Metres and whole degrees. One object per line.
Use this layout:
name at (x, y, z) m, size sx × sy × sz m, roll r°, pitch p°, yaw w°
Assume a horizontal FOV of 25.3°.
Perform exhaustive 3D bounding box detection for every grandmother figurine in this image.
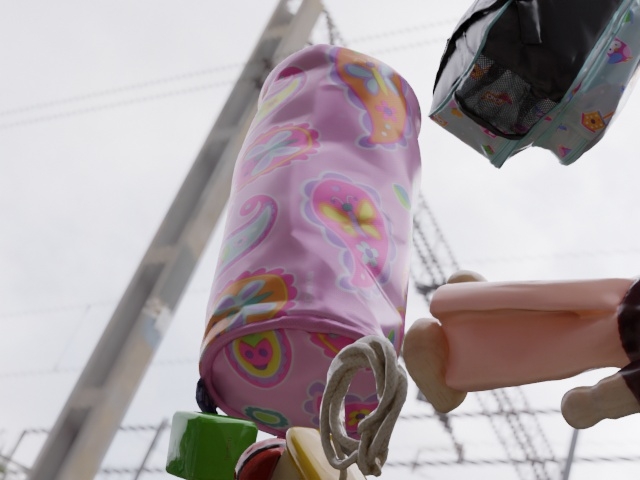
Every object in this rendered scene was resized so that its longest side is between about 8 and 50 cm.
grandmother figurine at (0.218, 0.053, 0.950) m, size 0.342 × 0.208 × 0.104 m, roll -13°, pitch -58°, yaw 40°

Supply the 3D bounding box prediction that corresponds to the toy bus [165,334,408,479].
toy bus at (0.014, 0.150, 0.514) m, size 0.104 × 0.191 × 0.202 m, roll 11°, pitch -21°, yaw -29°

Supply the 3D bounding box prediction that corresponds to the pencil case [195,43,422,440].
pencil case at (0.000, 0.000, 0.889) m, size 0.124 × 0.284 × 0.124 m, roll 3°, pitch -47°, yaw 3°

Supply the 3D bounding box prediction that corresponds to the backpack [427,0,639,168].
backpack at (0.169, -0.142, 1.101) m, size 0.144 × 0.166 × 0.188 m, roll 34°, pitch -25°, yaw -9°
